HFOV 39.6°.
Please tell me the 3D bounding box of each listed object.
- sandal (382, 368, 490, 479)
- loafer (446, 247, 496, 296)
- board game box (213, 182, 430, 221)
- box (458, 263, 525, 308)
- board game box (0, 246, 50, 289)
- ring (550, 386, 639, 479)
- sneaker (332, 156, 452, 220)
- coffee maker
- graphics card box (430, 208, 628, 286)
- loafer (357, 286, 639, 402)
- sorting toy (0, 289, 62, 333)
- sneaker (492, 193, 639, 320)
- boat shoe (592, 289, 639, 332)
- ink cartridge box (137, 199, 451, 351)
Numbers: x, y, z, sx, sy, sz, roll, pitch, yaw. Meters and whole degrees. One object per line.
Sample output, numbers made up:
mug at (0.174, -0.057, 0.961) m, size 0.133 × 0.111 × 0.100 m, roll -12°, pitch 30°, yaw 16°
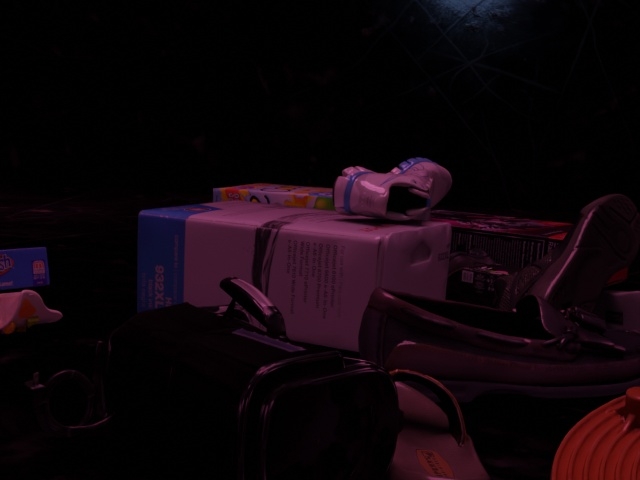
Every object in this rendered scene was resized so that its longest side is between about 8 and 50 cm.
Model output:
sandal at (0.060, 0.125, 0.628) m, size 0.090 × 0.060 × 0.219 m, roll 1°, pitch 8°, yaw -8°
loafer at (0.207, 0.052, 1.251) m, size 0.061 × 0.062 × 0.170 m, roll 39°, pitch 32°, yaw 25°
board game box at (0.000, 0.000, 1.252) m, size 0.275 × 0.144 × 0.142 m, roll 5°, pitch 8°, yaw 25°
box at (0.236, 0.063, 1.197) m, size 0.083 × 0.052 × 0.062 m, roll -4°, pitch 11°, yaw -45°
board game box at (-0.431, 0.041, 1.019) m, size 0.160 × 0.047 × 0.210 m, roll -5°, pitch -2°, yaw -42°
ring at (0.299, 0.142, 0.490) m, size 0.336 × 0.032 × 0.336 m, roll -2°, pitch 15°, yaw 1°
sneaker at (0.104, -0.051, 1.029) m, size 0.083 × 0.071 × 0.191 m, roll 19°, pitch 23°, yaw 40°
coffee maker at (-0.065, 0.113, 0.568) m, size 0.171 × 0.120 × 0.178 m, roll -30°, pitch 23°, yaw -30°
graphics card box at (0.280, 0.012, 1.446) m, size 0.371 × 0.094 × 0.233 m, roll 7°, pitch 9°, yaw 38°
loafer at (0.178, 0.089, 0.808) m, size 0.302 × 0.095 × 0.109 m, roll 0°, pitch 8°, yaw -18°
sorting toy at (-0.319, 0.080, 0.949) m, size 0.083 × 0.045 × 0.075 m, roll -6°, pitch -10°, yaw 29°
sneaker at (0.273, 0.033, 1.016) m, size 0.227 × 0.087 × 0.130 m, roll -49°, pitch 15°, yaw -28°
boat shoe at (0.360, 0.086, 0.960) m, size 0.070 × 0.078 × 0.219 m, roll 0°, pitch 6°, yaw -11°
ink cartridge box at (-0.027, 0.032, 1.052) m, size 0.307 × 0.129 × 0.223 m, roll 7°, pitch 8°, yaw 26°
